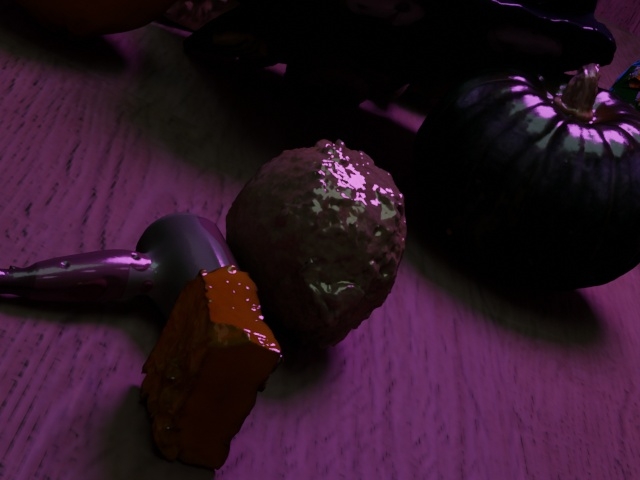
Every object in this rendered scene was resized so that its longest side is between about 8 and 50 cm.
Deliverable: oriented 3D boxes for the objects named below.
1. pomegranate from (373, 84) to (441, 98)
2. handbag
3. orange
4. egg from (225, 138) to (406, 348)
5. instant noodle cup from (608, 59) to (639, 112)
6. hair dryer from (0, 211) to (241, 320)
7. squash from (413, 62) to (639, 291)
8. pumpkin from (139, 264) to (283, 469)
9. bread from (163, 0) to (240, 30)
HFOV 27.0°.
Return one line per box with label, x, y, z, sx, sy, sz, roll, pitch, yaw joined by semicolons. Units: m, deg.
pomegranate;0.113;-0.230;1.456;0.187;0.187;0.225;33;51;14
handbag;0.065;-0.207;1.190;0.303;0.121;0.329;10;-13;-25
orange;-0.184;-0.246;1.100;0.178;0.155;0.177;-9;12;2
egg;0.000;0.000;0.816;0.118;0.116;0.140;63;16;-5
instant noodle cup;0.406;-0.090;1.414;0.240;0.240;0.178;11;17;-38
hair dryer;-0.112;0.029;0.727;0.154;0.054;0.106;4;34;-28
squash;0.184;-0.056;1.104;0.218;0.172;0.218;9;53;-12
pumpkin;-0.051;0.061;0.659;0.054;0.083;0.074;15;27;-22
bread;-0.047;-0.340;1.357;0.236;0.263;0.198;10;32;-34
